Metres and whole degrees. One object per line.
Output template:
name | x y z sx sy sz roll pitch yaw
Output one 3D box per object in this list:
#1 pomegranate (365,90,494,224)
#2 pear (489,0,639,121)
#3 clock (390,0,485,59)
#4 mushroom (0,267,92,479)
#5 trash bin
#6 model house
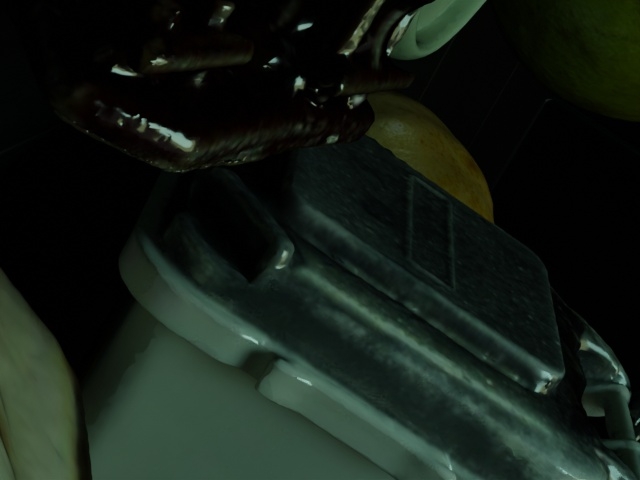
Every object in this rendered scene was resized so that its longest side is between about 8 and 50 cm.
pomegranate | 0.012 0.004 1.041 0.207 0.207 0.207 -54 170 -13
pear | 0.306 -0.257 1.268 0.352 0.352 0.413 -51 179 -27
clock | 0.068 -0.213 0.834 0.324 0.108 0.265 -55 171 -6
mushroom | -0.185 0.087 0.599 0.236 0.173 0.162 -112 -178 -58
trash bin | -0.031 0.145 0.858 0.368 0.296 0.256 -53 -169 18
model house | -0.019 -0.124 0.618 0.164 0.141 0.203 -49 172 24
